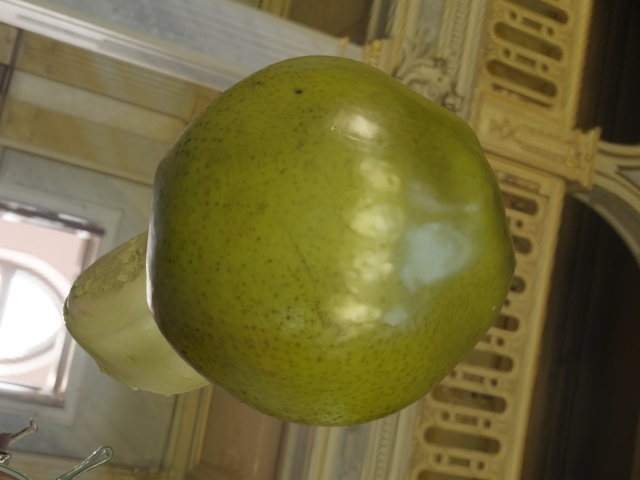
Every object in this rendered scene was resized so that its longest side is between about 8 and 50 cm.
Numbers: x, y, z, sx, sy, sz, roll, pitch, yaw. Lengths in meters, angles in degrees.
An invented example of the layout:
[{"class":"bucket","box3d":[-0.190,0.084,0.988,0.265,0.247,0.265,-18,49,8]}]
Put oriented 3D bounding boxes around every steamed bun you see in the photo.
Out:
[{"class":"steamed bun","box3d":[-0.185,0.101,1.226,0.273,0.232,0.166,-28,-146,7]}]

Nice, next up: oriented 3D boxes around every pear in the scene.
[{"class":"pear","box3d":[0.000,0.000,0.731,0.294,0.294,0.294,-44,-142,50]}]

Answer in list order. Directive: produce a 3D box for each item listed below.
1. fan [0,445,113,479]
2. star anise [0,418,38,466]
[{"class":"fan","box3d":[-0.309,0.276,0.946,0.132,0.220,0.009,50,-30,18]},{"class":"star anise","box3d":[-0.523,0.308,1.281,0.230,0.262,0.081,-6,-93,49]}]
